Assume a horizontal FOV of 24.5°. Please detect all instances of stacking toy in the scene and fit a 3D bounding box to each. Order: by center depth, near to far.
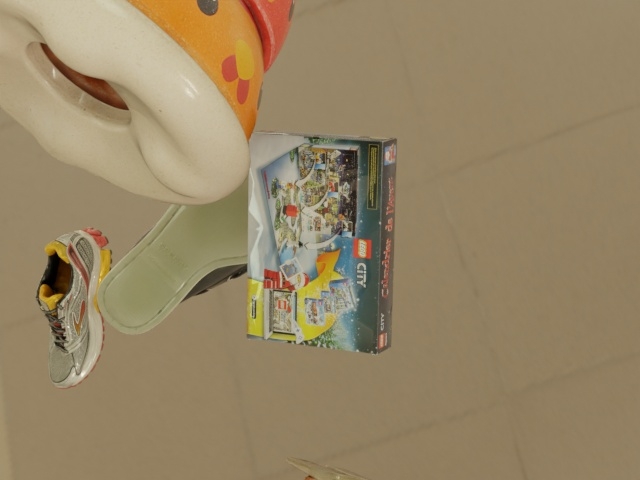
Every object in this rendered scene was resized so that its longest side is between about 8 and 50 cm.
[{"bbox_3d":[-0.116,-0.306,1.422,0.351,0.350,0.480,22,67,28],"label":"stacking toy"}]

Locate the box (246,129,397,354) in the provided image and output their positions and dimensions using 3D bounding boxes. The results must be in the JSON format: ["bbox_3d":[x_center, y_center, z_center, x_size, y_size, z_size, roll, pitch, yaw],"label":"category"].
[{"bbox_3d":[0.000,0.000,1.605,0.159,0.044,0.233,6,100,23],"label":"box"}]

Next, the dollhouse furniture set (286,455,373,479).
[{"bbox_3d":[-0.060,0.385,1.746,0.135,0.259,0.262,14,86,44],"label":"dollhouse furniture set"}]

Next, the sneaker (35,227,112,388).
[{"bbox_3d":[-0.353,0.094,2.012,0.088,0.093,0.225,15,105,37],"label":"sneaker"}]

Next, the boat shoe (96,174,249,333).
[{"bbox_3d":[-0.128,-0.010,1.815,0.127,0.113,0.340,46,113,-3],"label":"boat shoe"}]
